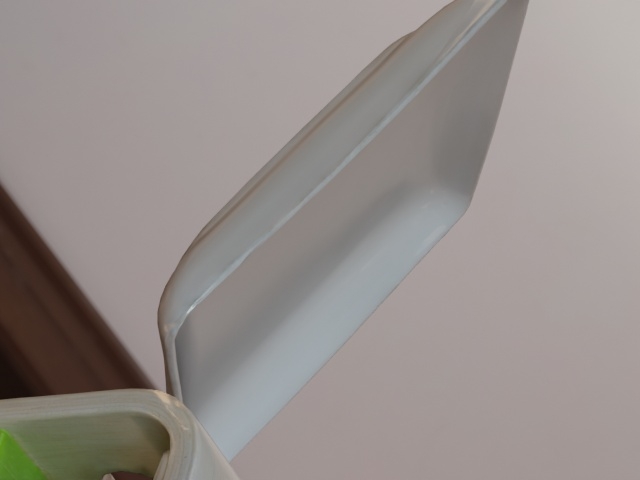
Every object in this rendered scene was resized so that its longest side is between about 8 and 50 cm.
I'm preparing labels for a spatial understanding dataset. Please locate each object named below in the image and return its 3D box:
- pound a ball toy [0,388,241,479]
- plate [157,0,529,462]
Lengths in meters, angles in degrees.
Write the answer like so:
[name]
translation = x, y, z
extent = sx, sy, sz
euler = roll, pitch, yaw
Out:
[pound a ball toy]
translation = -0.036, 0.229, 0.689
extent = 0.135, 0.208, 0.319
euler = -5, 137, 25
[plate]
translation = 0.000, 0.000, 1.067
extent = 0.277, 0.045, 0.278
euler = -45, 165, -21
